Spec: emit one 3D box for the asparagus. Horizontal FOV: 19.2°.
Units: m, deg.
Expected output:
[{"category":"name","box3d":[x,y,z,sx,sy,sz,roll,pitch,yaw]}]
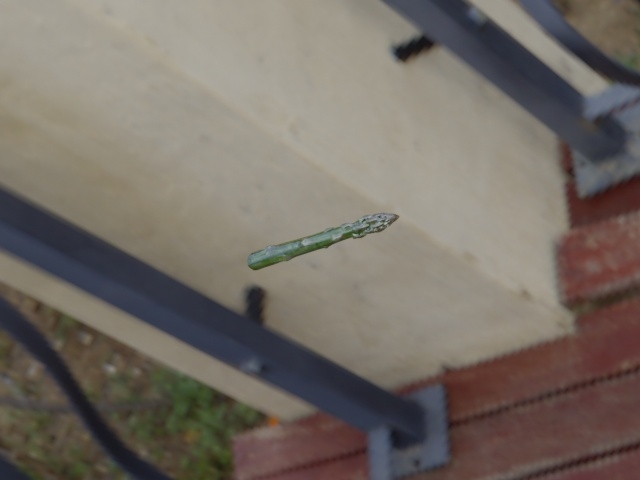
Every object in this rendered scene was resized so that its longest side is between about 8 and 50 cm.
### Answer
[{"category":"asparagus","box3d":[0.000,0.000,1.207,0.114,0.014,0.015,-16,20,34]}]
